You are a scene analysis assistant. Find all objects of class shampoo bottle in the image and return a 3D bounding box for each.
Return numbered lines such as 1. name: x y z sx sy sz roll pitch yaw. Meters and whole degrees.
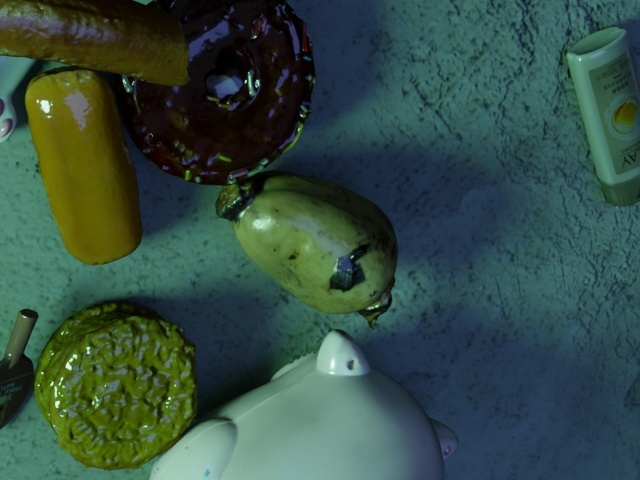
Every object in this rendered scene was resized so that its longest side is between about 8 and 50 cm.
1. shampoo bottle: 0.381 -0.156 1.852 0.086 0.056 0.227 -28 119 -15

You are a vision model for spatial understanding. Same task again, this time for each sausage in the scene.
1. sausage: -0.262 -0.203 1.378 0.302 0.103 0.076 6 71 -25
2. sausage: -0.245 -0.077 1.517 0.098 0.098 0.238 -23 125 -19

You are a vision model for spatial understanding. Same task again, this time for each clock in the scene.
1. clock: -0.015 0.322 1.701 0.377 0.250 0.368 -49 123 -4

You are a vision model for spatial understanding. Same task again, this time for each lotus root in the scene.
1. lotus root: 0.000 0.000 1.649 0.257 0.154 0.140 32 97 -29

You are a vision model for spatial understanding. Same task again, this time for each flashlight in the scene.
1. flashlight: -0.319 -0.185 1.473 0.093 0.047 0.200 32 92 -35

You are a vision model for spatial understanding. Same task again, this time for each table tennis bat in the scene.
1. table tennis bat: -0.382 0.123 1.577 0.107 0.119 0.170 -20 138 -62

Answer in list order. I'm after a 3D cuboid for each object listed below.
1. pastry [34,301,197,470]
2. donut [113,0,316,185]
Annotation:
1. pastry: -0.228 0.161 1.616 0.188 0.103 0.189 -10 111 -26
2. donut: -0.117 -0.179 1.559 0.235 0.089 0.235 -9 112 -24
